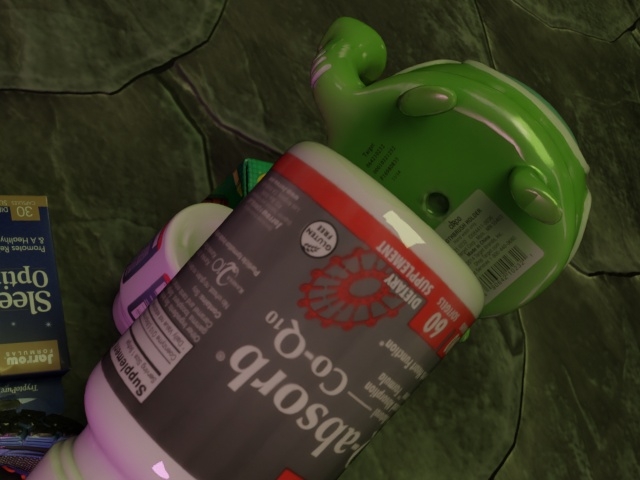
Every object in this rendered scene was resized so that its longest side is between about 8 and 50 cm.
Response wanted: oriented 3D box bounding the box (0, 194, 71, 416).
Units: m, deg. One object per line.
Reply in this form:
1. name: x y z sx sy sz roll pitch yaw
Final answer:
1. box: -0.321 0.063 0.872 0.136 0.036 0.225 -1 70 -35

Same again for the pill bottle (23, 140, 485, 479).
1. pill bottle: -0.056 0.115 0.735 0.210 0.210 0.363 41 88 -10

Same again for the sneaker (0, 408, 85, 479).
1. sneaker: -0.232 0.212 0.829 0.221 0.083 0.087 13 88 -17

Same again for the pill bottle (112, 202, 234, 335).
1. pill bottle: -0.140 0.045 0.907 0.108 0.180 0.108 15 60 -28

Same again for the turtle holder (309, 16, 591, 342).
1. turtle holder: 0.118 -0.072 0.922 0.320 0.243 0.227 20 30 21

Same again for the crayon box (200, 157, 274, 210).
1. crayon box: 0.000 0.000 1.035 0.278 0.165 0.081 10 62 -30
